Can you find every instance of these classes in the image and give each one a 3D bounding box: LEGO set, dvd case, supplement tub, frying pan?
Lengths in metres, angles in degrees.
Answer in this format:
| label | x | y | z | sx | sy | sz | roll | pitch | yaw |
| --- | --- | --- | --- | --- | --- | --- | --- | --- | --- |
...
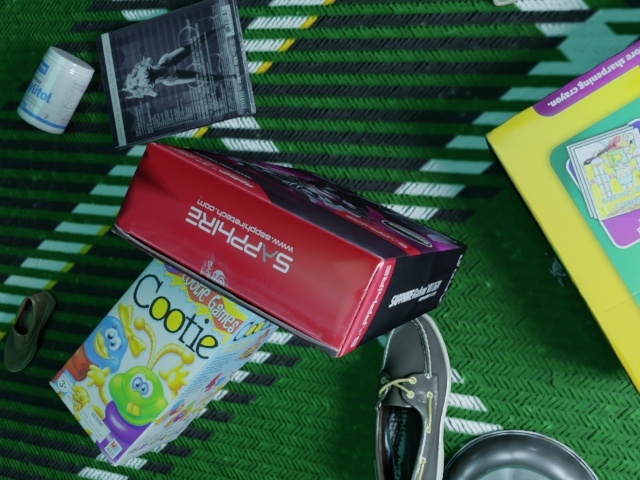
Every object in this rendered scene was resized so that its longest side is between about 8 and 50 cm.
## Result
| label | x | y | z | sx | sy | sz | roll | pitch | yaw |
| --- | --- | --- | --- | --- | --- | --- | --- | --- | --- |
| LEGO set | 0.278 | 0.011 | 0.817 | 0.054 | 0.023 | 0.083 | -10 | 87 | 20 |
| dvd case | -0.203 | -0.230 | 0.999 | 0.221 | 0.018 | 0.165 | -11 | 87 | 19 |
| supplement tub | -0.378 | -0.213 | 1.037 | 0.071 | 0.071 | 0.107 | 34 | 102 | 17 |
| frying pan | 0.166 | 0.319 | 0.851 | 0.326 | 0.053 | 0.197 | -1 | 88 | 18 |

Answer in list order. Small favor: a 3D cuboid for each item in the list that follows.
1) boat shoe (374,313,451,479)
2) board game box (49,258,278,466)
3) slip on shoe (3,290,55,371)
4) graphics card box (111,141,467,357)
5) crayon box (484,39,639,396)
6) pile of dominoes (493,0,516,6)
| label | x | y | z | sx | sy | sz | roll | pitch | yaw |
| --- | --- | --- | --- | --- | --- | --- | --- | --- | --- |
| boat shoe | 0.103 | 0.193 | 0.846 | 0.081 | 0.068 | 0.228 | -6 | 79 | 33 |
| board game box | -0.182 | 0.128 | 0.925 | 0.142 | 0.144 | 0.275 | 46 | 104 | 15 |
| slip on shoe | -0.439 | 0.136 | 1.074 | 0.051 | 0.041 | 0.135 | 36 | 102 | 17 |
| graphics card box | 0.000 | 0.000 | 0.737 | 0.232 | 0.371 | 0.094 | 27 | 99 | 19 |
| crayon box | 0.402 | -0.063 | 0.721 | 0.363 | 0.106 | 0.313 | -31 | 81 | 14 |
| pile of dominoes | 0.273 | -0.413 | 0.825 | 0.196 | 0.040 | 0.251 | -10 | 95 | 20 |
